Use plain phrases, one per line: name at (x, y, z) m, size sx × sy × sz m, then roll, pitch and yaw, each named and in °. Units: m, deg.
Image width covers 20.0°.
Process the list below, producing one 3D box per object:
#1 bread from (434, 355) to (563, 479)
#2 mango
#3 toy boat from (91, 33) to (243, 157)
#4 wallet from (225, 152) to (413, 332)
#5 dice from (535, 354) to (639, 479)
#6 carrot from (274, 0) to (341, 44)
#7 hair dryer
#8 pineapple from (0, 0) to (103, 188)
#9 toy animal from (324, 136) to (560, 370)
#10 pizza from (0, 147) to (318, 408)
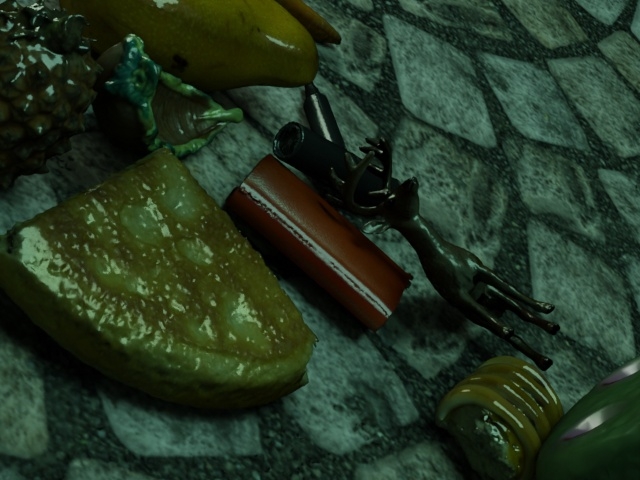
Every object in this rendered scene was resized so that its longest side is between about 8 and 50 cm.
bread at (0.187, 0.180, 1.834) m, size 0.119 × 0.084 × 0.177 m, roll 47°, pitch 28°, yaw 4°
mango at (-0.143, -0.228, 1.910) m, size 0.295 × 0.120 × 0.177 m, roll 21°, pitch 31°, yaw -34°
toy boat at (-0.159, -0.129, 1.772) m, size 0.293 × 0.099 × 0.108 m, roll 18°, pitch 59°, yaw -77°
wallet at (0.000, 0.000, 1.862) m, size 0.204 × 0.045 × 0.142 m, roll 41°, pitch 21°, yaw -3°
dice at (0.425, 0.249, 1.736) m, size 0.318 × 0.330 × 0.322 m, roll 58°, pitch 30°, yaw -3°
carrot at (-0.074, -0.296, 2.132) m, size 0.256 × 0.061 × 0.061 m, roll 37°, pitch 32°, yaw -26°
hair dryer at (-0.006, -0.127, 1.994) m, size 0.173 × 0.050 × 0.195 m, roll 29°, pitch 25°, yaw -45°
pineapple at (-0.268, -0.140, 1.599) m, size 0.166 × 0.193 × 0.166 m, roll 32°, pitch 38°, yaw -29°
toy animal at (0.127, 0.026, 1.888) m, size 0.260 × 0.087 × 0.243 m, roll 38°, pitch -14°, yaw 29°
pizza at (-0.145, 0.066, 1.599) m, size 0.258 × 0.087 × 0.268 m, roll 51°, pitch 34°, yaw 4°
